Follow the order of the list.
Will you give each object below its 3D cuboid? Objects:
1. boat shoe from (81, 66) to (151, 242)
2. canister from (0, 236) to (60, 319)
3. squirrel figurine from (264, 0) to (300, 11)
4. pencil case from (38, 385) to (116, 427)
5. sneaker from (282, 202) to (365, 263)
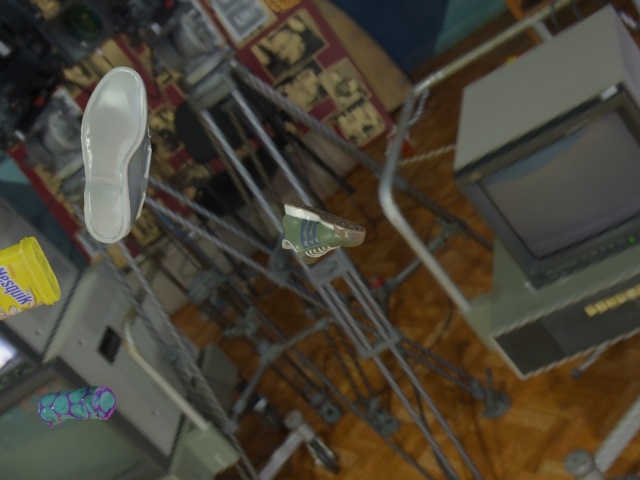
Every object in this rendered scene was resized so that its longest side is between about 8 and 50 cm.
[{"bbox_3d":[-0.362,-0.158,1.806,0.116,0.319,0.099,11,15,11],"label":"boat shoe"},{"bbox_3d":[-0.570,0.080,1.783,0.170,0.126,0.073,-21,27,-3],"label":"canister"},{"bbox_3d":[-0.159,-0.455,0.978,0.371,0.396,0.281,-6,-16,-35],"label":"squirrel figurine"},{"bbox_3d":[-0.474,0.323,1.943,0.152,0.070,0.064,-10,14,28],"label":"pencil case"},{"bbox_3d":[0.000,0.000,1.633,0.192,0.064,0.086,24,105,49],"label":"sneaker"}]
